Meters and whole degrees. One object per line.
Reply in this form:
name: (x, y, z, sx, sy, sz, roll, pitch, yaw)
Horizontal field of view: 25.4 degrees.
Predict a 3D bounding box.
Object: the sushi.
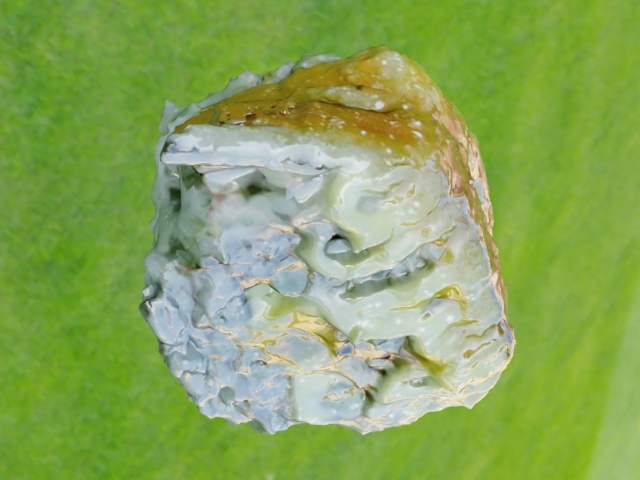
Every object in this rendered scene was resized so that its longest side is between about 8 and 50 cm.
sushi: (0.000, 0.000, 0.759, 0.139, 0.184, 0.274, -90, 165, -46)
